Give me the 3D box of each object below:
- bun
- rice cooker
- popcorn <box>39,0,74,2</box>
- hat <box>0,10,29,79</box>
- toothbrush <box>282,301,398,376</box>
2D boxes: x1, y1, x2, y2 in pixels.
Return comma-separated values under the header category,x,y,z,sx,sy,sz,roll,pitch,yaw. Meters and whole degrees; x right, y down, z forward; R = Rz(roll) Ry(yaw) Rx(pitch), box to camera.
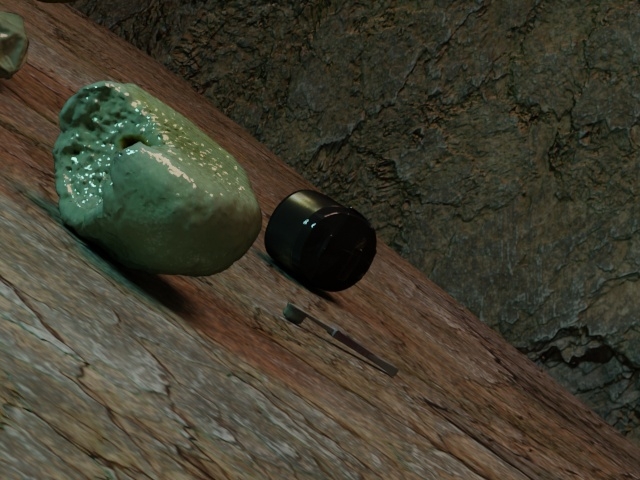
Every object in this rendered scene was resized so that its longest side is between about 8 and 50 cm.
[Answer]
category,x,y,z,sx,sy,sz,roll,pitch,yaw
bun,-0.153,-0.041,1.737,0.204,0.126,0.212,35,12,-9
rice cooker,0.000,0.000,2.486,0.106,0.112,0.165,31,2,25
popcorn,-0.401,-0.390,2.319,0.326,0.321,0.290,41,8,-1
hat,-0.398,-0.227,2.287,0.122,0.081,0.166,-13,15,-28
toothbrush,0.023,0.108,2.152,0.194,0.017,0.014,31,5,-43
